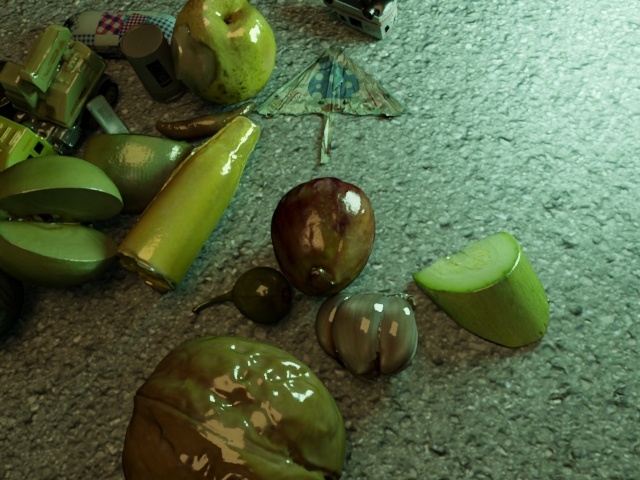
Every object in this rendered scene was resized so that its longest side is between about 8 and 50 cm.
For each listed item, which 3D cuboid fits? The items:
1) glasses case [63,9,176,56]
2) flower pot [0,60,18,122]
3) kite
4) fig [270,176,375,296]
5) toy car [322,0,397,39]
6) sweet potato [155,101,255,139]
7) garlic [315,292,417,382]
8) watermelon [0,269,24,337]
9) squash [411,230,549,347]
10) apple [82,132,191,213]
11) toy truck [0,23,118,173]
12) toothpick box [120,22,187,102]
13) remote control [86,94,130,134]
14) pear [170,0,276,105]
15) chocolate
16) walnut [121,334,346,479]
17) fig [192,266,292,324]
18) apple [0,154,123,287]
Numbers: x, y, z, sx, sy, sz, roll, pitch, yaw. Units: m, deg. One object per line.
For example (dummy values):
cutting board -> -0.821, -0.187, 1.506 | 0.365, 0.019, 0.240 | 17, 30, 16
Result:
glasses case -> -0.544, -0.560, 1.581 | 0.328, 0.076, 0.125 | 4, 70, 9
flower pot -> -0.816, -0.371, 1.518 | 0.158, 0.106, 0.157 | -3, 65, 6
kite -> 0.029, -0.352, 1.469 | 0.407, 0.014, 0.368 | 2, 68, 7
fig -> 0.002, -0.006, 1.229 | 0.224, 0.224, 0.262 | 8, 73, 9
toy car -> 0.098, -0.607, 1.521 | 0.210, 0.108, 0.089 | 31, 76, 21
sweet potato -> -0.281, -0.291, 1.455 | 0.256, 0.058, 0.078 | -16, 49, -4
garlic -> 0.090, 0.178, 1.168 | 0.214, 0.160, 0.191 | 10, 64, 7
watermelon -> -0.756, 0.124, 1.256 | 0.212, 0.212, 0.212 | -2, 68, 5
squash -> 0.356, 0.120, 1.240 | 0.237, 0.154, 0.204 | -28, 31, -4
apple -> -0.459, -0.164, 1.393 | 0.265, 0.120, 0.193 | 4, 79, 10
toy truck -> -0.674, -0.313, 1.406 | 0.181, 0.254, 0.405 | 24, 75, 10
toothpick box -> -0.412, -0.440, 1.463 | 0.111, 0.180, 0.111 | -3, 67, 7
remote control -> -0.527, -0.299, 1.454 | 0.053, 0.124, 0.018 | -47, 34, -23
pear -> -0.232, -0.468, 1.410 | 0.272, 0.271, 0.270 | -2, 68, 5
chocolate -> -0.283, -0.098, 1.341 | 0.162, 0.162, 0.445 | 24, 68, 15
walnut -> -0.152, 0.355, 1.039 | 0.398, 0.307, 0.354 | 26, 60, 9
fig -> -0.172, 0.128, 1.261 | 0.237, 0.124, 0.124 | -13, 65, 26
apple -> -0.572, -0.041, 1.254 | 0.292, 0.254, 0.291 | -3, 85, 43
